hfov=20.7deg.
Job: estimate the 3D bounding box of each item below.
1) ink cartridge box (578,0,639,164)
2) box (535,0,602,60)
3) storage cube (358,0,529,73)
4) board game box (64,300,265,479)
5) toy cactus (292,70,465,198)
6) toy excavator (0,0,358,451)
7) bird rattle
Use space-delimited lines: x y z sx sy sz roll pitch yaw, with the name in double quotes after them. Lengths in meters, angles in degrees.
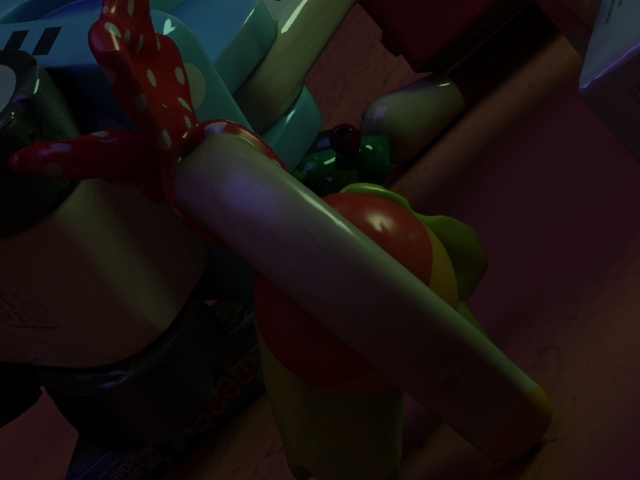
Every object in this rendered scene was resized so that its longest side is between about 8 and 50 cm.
0.197 -0.076 0.573 0.176 0.128 0.127 -34 14 30 "ink cartridge box"
0.228 -0.217 0.929 0.154 0.142 0.300 -29 18 45 "box"
0.092 -0.256 1.286 0.215 0.193 0.183 -41 -3 11 "storage cube"
-0.075 0.084 1.107 0.201 0.035 0.136 -40 12 10 "board game box"
0.013 -0.065 1.228 0.180 0.112 0.219 -34 0 -7 "toy cactus"
-0.063 -0.109 1.056 0.433 0.222 0.445 0 45 40 "toy excavator"
0.000 0.000 0.717 0.143 0.253 0.207 -45 36 -9 "bird rattle"
